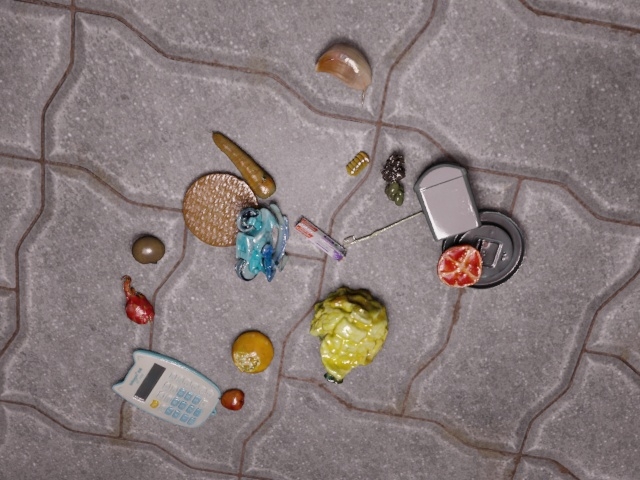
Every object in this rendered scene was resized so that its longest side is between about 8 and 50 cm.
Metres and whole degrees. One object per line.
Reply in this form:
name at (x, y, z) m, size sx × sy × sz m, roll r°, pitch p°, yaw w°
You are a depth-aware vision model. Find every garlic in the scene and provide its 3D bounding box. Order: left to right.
garlic at (0.090, -0.514, 1.660) m, size 0.198 × 0.090 × 0.128 m, roll 33°, pitch 122°, yaw -16°

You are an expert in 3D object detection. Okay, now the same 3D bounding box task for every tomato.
tomato at (0.452, 0.078, 1.791) m, size 0.156 × 0.069 × 0.155 m, roll -1°, pitch 109°, yaw -2°

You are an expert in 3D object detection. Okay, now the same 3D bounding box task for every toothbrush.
toothbrush at (0.210, -0.037, 1.841) m, size 0.295 × 0.026 × 0.028 m, roll -20°, pitch 92°, yaw 9°

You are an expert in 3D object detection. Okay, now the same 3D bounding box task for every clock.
clock at (0.548, 0.029, 1.838) m, size 0.281 × 0.055 × 0.280 m, roll 0°, pitch 109°, yaw 1°

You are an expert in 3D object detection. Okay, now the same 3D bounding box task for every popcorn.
popcorn at (0.091, 0.290, 1.848) m, size 0.293 × 0.293 × 0.236 m, roll 9°, pitch 115°, yaw -2°

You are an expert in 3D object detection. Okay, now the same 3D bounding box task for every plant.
plant at (0.240, -0.196, 1.759) m, size 0.087 × 0.085 × 0.174 m, roll -15°, pitch 115°, yaw -22°

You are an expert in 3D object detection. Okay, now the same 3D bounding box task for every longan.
longan at (-0.585, 0.036, 1.855) m, size 0.114 × 0.092 × 0.113 m, roll -11°, pitch 124°, yaw -16°

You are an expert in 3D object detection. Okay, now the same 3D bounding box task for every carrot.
carrot at (-0.259, -0.256, 1.760) m, size 0.078 × 0.078 × 0.298 m, roll -42°, pitch 99°, yaw 14°

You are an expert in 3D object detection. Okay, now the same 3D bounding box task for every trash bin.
trash bin at (0.403, -0.132, 1.737) m, size 0.177 × 0.101 × 0.236 m, roll -20°, pitch 93°, yaw 11°

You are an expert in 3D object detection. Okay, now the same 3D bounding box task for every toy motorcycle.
toy motorcycle at (-0.194, 0.005, 1.790) m, size 0.154 × 0.206 × 0.260 m, roll 23°, pitch 118°, yaw 41°

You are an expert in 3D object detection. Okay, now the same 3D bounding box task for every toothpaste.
toothpaste at (0.000, 0.000, 1.844) m, size 0.196 × 0.040 × 0.047 m, roll 38°, pitch 130°, yaw -10°

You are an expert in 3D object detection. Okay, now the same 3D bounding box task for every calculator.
calculator at (-0.564, 0.567, 2.057) m, size 0.386 × 0.054 × 0.256 m, roll 32°, pitch 107°, yaw -10°

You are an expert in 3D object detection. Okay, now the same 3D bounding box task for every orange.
orange at (-0.242, 0.404, 1.950) m, size 0.155 × 0.134 × 0.154 m, roll -1°, pitch 104°, yaw -4°

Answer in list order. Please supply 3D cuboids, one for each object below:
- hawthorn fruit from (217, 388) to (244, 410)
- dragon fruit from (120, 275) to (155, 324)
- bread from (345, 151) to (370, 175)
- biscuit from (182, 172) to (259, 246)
hawthorn fruit at (-0.336, 0.597, 2.049) m, size 0.093 × 0.081 × 0.081 m, roll 5°, pitch 109°, yaw 13°
dragon fruit at (-0.658, 0.217, 1.932) m, size 0.094 × 0.094 × 0.190 m, roll -32°, pitch 83°, yaw 12°
bread at (0.120, -0.246, 1.767) m, size 0.088 × 0.033 × 0.049 m, roll -42°, pitch 97°, yaw 15°
biscuit at (-0.332, -0.103, 1.827) m, size 0.262 × 0.037 × 0.261 m, roll 1°, pitch 109°, yaw 2°
